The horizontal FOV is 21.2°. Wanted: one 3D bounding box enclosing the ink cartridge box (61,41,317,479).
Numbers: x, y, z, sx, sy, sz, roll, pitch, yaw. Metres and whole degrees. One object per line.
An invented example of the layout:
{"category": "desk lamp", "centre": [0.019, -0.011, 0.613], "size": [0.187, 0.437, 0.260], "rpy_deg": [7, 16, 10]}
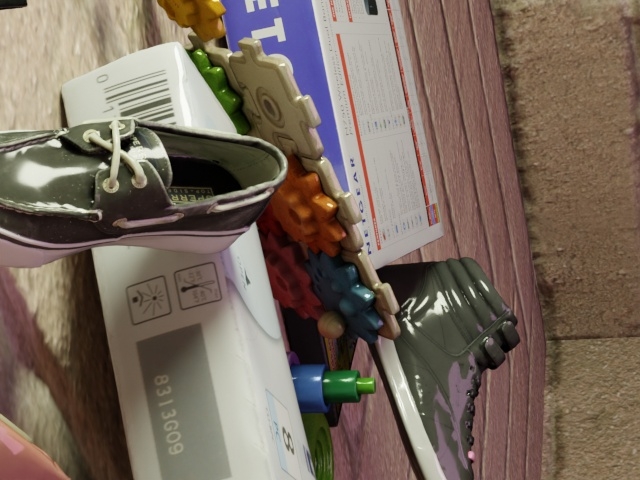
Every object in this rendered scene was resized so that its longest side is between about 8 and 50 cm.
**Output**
{"category": "ink cartridge box", "centre": [-0.047, 0.087, 1.175], "size": [0.385, 0.091, 0.308], "rpy_deg": [52, 21, -65]}

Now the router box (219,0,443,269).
{"category": "router box", "centre": [0.010, -0.143, 1.529], "size": [0.301, 0.082, 0.335], "rpy_deg": [-19, 98, -73]}

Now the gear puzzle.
{"category": "gear puzzle", "centre": [-0.051, -0.069, 1.263], "size": [0.175, 0.044, 0.339], "rpy_deg": [19, -43, 57]}

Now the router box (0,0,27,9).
{"category": "router box", "centre": [-0.202, -0.174, 0.830], "size": [0.179, 0.046, 0.133], "rpy_deg": [-36, 121, -75]}

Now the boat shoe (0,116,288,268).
{"category": "boat shoe", "centre": [-0.113, -0.036, 0.921], "size": [0.219, 0.070, 0.077], "rpy_deg": [-3, 61, -44]}

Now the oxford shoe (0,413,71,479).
{"category": "oxford shoe", "centre": [-0.172, 0.177, 0.781], "size": [0.146, 0.140, 0.397], "rpy_deg": [-54, 156, -19]}

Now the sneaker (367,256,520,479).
{"category": "sneaker", "centre": [0.141, 0.146, 1.670], "size": [0.104, 0.147, 0.295], "rpy_deg": [98, -26, -77]}

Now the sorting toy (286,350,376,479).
{"category": "sorting toy", "centre": [0.037, 0.219, 1.583], "size": [0.365, 0.126, 0.127], "rpy_deg": [72, 20, -49]}

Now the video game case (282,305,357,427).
{"category": "video game case", "centre": [0.000, 0.000, 1.679], "size": [0.248, 0.035, 0.275], "rpy_deg": [-74, 158, -55]}
